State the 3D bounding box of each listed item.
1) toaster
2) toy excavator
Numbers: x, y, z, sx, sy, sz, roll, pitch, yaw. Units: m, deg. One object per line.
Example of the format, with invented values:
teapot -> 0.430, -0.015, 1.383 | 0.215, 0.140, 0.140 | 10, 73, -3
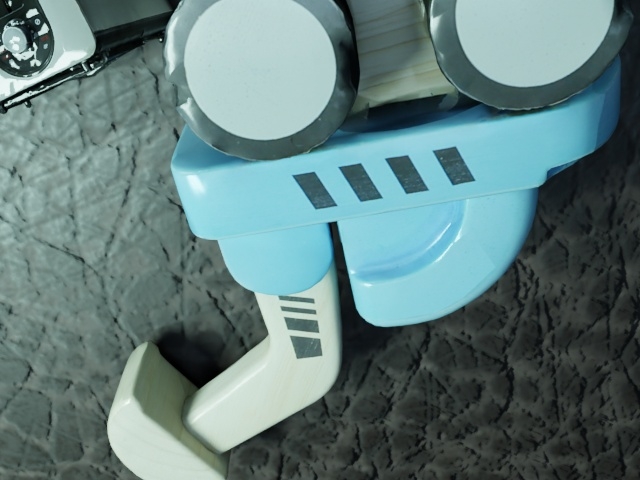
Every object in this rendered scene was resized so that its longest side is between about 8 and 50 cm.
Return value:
toaster -> -0.203, -0.155, 0.510 | 0.168, 0.185, 0.110 | -19, 108, 16
toy excavator -> 0.000, 0.000, 0.559 | 0.433, 0.222, 0.445 | -10, 120, 6
